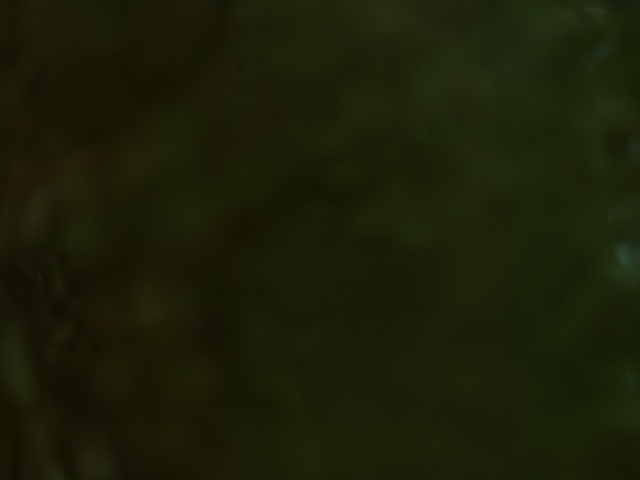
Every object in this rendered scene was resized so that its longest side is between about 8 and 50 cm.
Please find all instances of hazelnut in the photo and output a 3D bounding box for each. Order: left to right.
[{"bbox_3d":[0.047,0.039,0.652,0.421,0.353,0.421,28,23,-13],"label":"hazelnut"}]
